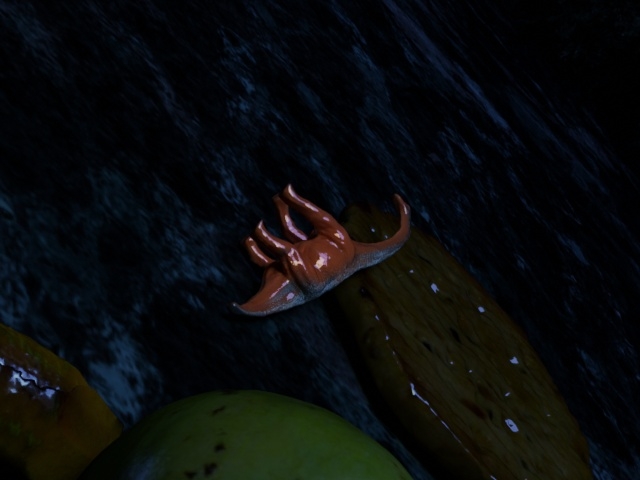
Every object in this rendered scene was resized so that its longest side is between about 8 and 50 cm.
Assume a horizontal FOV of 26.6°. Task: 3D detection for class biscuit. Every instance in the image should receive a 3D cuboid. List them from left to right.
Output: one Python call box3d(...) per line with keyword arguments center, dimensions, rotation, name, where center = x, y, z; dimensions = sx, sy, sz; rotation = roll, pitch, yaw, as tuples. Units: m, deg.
box3d(center=(0.124, 0.111, 1.203), dimensions=(0.359, 0.046, 0.359), rotation=(44, 21, -22), name="biscuit")

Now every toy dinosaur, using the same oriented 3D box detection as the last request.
box3d(center=(-0.004, 0.003, 1.057), dimensions=(0.101, 0.055, 0.279), rotation=(53, 41, -4), name="toy dinosaur")

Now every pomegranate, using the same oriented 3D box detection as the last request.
box3d(center=(-0.029, 0.167, 0.572), dimensions=(0.179, 0.179, 0.210), rotation=(40, 30, -30), name="pomegranate")

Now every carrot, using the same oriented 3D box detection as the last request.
box3d(center=(-0.199, 0.033, 0.592), dimensions=(0.260, 0.070, 0.070), rotation=(39, 23, -26), name="carrot")
